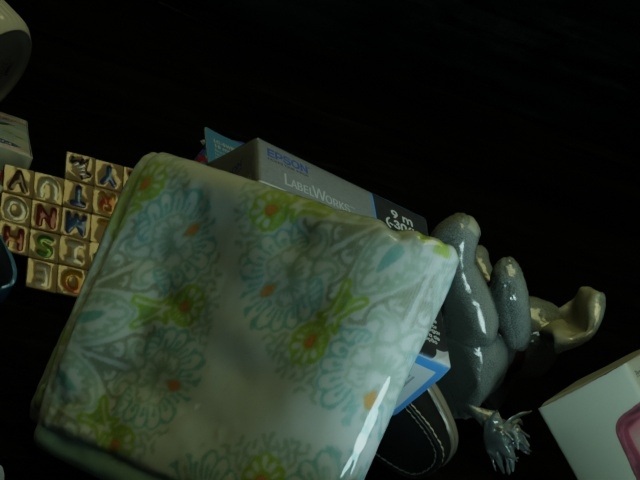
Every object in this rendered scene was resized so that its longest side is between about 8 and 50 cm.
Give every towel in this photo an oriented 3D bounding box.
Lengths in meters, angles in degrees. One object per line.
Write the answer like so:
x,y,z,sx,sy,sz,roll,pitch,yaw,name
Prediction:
-0.087,0.101,1.443,0.374,0.321,0.090,19,-6,35,towel

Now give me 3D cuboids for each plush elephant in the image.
0.213,0.111,2.003,0.330,0.272,0.255,55,37,4,plush elephant

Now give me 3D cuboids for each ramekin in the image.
-0.519,-0.273,2.261,0.109,0.207,0.207,38,21,14,ramekin

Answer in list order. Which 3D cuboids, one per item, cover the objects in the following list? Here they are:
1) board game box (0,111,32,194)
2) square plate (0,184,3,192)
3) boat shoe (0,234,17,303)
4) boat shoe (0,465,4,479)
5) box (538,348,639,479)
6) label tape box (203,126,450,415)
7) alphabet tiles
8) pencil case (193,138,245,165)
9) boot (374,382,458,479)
-0.543,-0.159,2.032,0.318,0.066,0.318,19,8,-15,board game box
-0.575,-0.070,1.622,0.347,0.049,0.344,24,35,26,square plate
-0.434,-0.023,1.792,0.089,0.109,0.258,22,12,-45,boat shoe
-0.315,0.226,1.367,0.035,0.035,0.100,-1,18,12,boat shoe
0.386,0.258,1.833,0.232,0.127,0.148,62,27,6,box
0.000,0.000,1.688,0.240,0.106,0.334,24,39,-28,label tape box
-0.286,-0.015,1.920,0.237,0.009,0.198,15,60,-28,alphabet tiles
-0.066,-0.039,2.275,0.306,0.133,0.119,36,-8,32,pencil case
-0.028,0.172,1.687,0.377,0.138,0.284,49,34,-7,boot
